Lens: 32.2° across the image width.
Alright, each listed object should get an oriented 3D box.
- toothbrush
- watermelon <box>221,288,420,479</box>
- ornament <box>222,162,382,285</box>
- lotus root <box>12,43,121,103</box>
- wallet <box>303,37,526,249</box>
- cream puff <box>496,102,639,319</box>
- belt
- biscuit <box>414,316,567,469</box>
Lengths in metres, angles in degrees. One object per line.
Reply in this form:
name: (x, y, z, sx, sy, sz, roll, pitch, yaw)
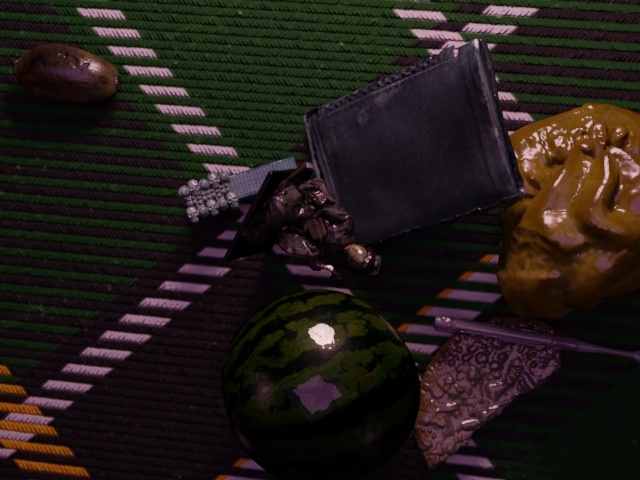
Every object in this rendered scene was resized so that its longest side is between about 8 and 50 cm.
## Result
toothbrush: (0.343, 0.150, 1.640, 0.353, 0.029, 0.024, 9, 83, 2)
watermelon: (-0.003, 0.212, 1.593, 0.285, 0.285, 0.285, 0, 88, 8)
ornament: (0.000, 0.000, 1.631, 0.196, 0.153, 0.166, 32, 107, 15)
lotus root: (-0.403, -0.264, 1.760, 0.179, 0.080, 0.089, 8, 90, 8)
wallet: (0.134, -0.127, 1.619, 0.342, 0.075, 0.237, -19, 81, 42)
cream puff: (0.368, -0.050, 1.557, 0.323, 0.274, 0.270, -30, 94, 2)
belt: (-0.121, -0.084, 1.709, 0.179, 0.100, 0.065, -20, 89, 4)
biscuit: (0.237, 0.205, 1.678, 0.289, 0.038, 0.141, -39, 84, 3)
